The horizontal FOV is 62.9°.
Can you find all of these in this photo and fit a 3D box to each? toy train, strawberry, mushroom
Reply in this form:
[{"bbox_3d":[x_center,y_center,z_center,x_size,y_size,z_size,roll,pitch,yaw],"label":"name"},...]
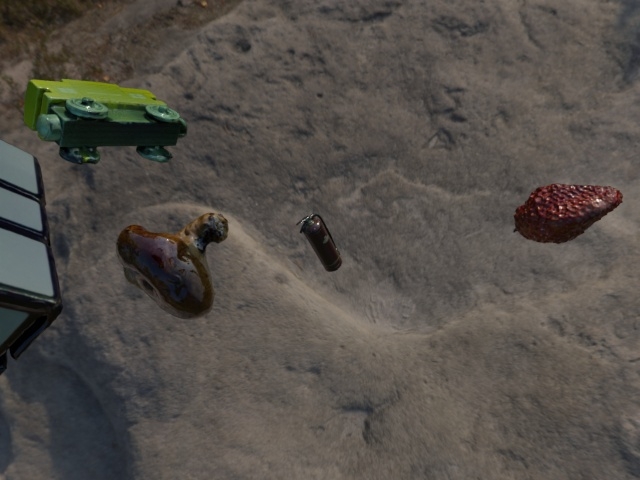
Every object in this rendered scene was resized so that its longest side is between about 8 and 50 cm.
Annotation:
[{"bbox_3d":[-0.615,-0.350,1.510,0.272,0.442,0.179,38,119,28],"label":"toy train"},{"bbox_3d":[0.572,-0.050,1.242,0.175,0.236,0.106,31,50,-7],"label":"strawberry"},{"bbox_3d":[-0.351,0.071,1.283,0.255,0.267,0.267,-15,74,-39],"label":"mushroom"}]

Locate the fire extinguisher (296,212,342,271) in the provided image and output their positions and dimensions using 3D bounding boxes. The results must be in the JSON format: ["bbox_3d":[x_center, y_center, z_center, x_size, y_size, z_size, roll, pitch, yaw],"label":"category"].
[{"bbox_3d":[0.000,0.000,1.062,0.043,0.158,0.064,16,59,38],"label":"fire extinguisher"}]

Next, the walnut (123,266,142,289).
[{"bbox_3d":[-0.508,0.074,1.566,0.167,0.149,0.166,-5,111,-13],"label":"walnut"}]

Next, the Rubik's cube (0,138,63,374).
[{"bbox_3d":[-0.488,0.020,0.544,0.288,0.294,0.283,-41,54,11],"label":"Rubik's cube"}]
